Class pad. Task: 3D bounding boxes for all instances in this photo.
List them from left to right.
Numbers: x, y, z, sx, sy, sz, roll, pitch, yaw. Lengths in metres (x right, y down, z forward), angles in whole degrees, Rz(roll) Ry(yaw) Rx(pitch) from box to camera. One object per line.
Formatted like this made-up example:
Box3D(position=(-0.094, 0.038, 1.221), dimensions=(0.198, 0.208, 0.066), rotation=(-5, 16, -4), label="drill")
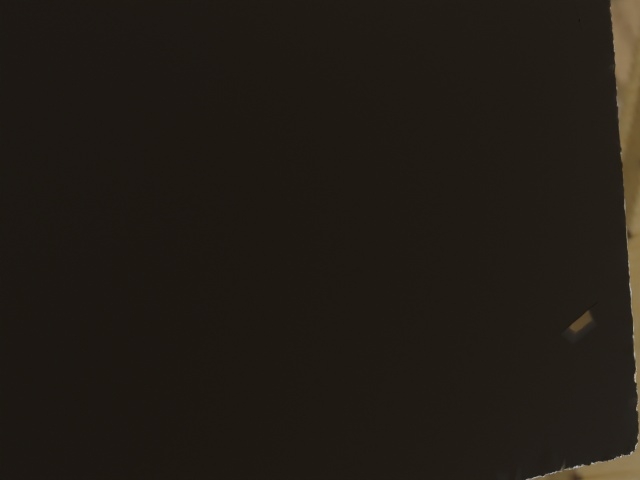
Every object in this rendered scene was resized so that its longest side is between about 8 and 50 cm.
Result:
Box3D(position=(0.000, 0.000, 0.419), dimensions=(0.265, 0.009, 0.159), rotation=(-4, -90, -40), label="pad")
